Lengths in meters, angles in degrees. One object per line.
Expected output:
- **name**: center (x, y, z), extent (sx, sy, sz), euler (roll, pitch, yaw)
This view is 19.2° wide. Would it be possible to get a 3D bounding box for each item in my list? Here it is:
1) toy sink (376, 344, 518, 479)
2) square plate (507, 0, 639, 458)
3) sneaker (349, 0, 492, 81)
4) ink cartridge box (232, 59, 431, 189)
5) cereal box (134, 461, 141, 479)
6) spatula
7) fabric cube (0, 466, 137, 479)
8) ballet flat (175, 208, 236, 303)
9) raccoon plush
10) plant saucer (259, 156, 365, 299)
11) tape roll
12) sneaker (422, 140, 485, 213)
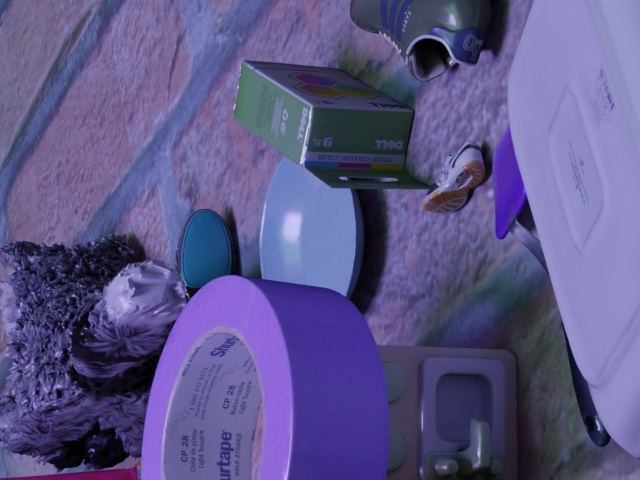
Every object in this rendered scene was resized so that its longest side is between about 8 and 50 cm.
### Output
- **toy sink**: center (0.074, 0.155, 1.577), extent (0.234, 0.153, 0.131), euler (-9, 80, 61)
- **square plate**: center (0.201, -0.055, 1.338), extent (0.344, 0.049, 0.347), euler (99, 160, -65)
- **sneaker**: center (0.083, -0.183, 1.669), extent (0.192, 0.064, 0.086), euler (-2, 81, 58)
- **ink cartridge box**: center (0.012, -0.108, 1.749), extent (0.209, 0.109, 0.062), euler (38, 121, 56)
- **cereal box**: center (-0.146, 0.348, 2.064), extent (0.173, 0.047, 0.240), euler (-32, 60, 58)
- **spatula**: center (0.183, 0.030, 1.508), extent (0.084, 0.030, 0.296), euler (112, 145, -54)
- **fabric cube**: center (-0.325, 0.404, 2.098), extent (0.254, 0.258, 0.259), euler (115, 150, -72)
- **ballet flat**: center (-0.121, 0.061, 2.032), extent (0.070, 0.070, 0.188), euler (-36, 53, 55)
- **raccoon plush**: center (-0.226, 0.053, 2.096), extent (0.446, 0.216, 0.299), euler (-45, 44, 45)
- **plant saucer**: center (0.000, 0.000, 1.837), extent (0.195, 0.037, 0.195), euler (-4, 85, 61)
- **tape roll**: center (-0.051, 0.169, 1.541), extent (0.275, 0.090, 0.275), euler (-24, 62, 56)
- **sneaker**: center (0.117, -0.055, 1.644), extent (0.083, 0.032, 0.037), euler (-44, 37, 45)
